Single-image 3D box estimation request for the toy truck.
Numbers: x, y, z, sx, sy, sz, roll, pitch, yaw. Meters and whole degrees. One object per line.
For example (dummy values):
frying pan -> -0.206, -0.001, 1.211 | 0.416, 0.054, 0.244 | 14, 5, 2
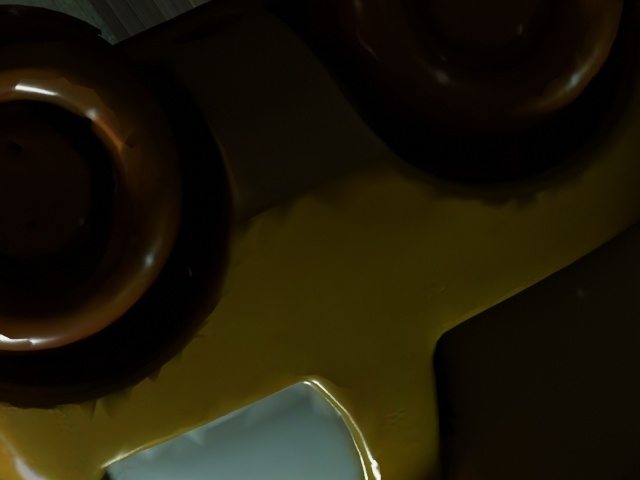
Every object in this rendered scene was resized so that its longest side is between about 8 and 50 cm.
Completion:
toy truck -> 0.000, 0.000, 0.512 | 0.211, 0.288, 0.204 | 65, 170, -12
